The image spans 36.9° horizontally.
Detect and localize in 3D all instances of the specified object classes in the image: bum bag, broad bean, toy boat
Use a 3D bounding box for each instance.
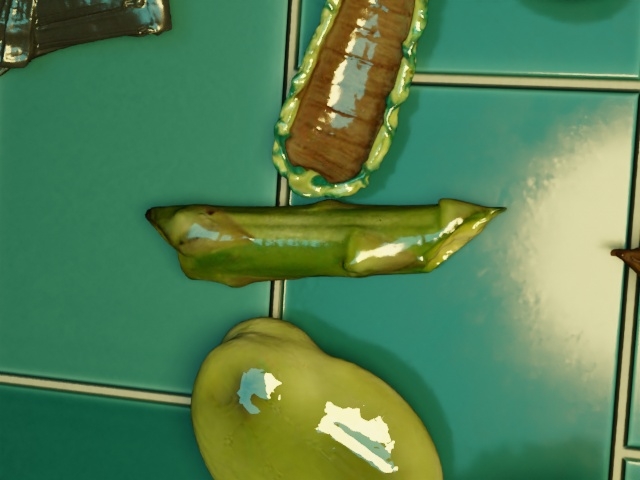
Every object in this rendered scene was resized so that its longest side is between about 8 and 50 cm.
[{"bbox_3d":[-0.263,-0.241,0.964,0.248,0.060,0.123,-7,89,16],"label":"bum bag"},{"bbox_3d":[-0.009,0.192,0.885,0.263,0.121,0.189,40,104,7],"label":"broad bean"},{"bbox_3d":[0.041,-0.178,0.875,0.109,0.099,0.292,22,104,11],"label":"toy boat"}]

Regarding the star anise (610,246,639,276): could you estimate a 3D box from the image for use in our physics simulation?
[{"bbox_3d":[0.416,0.027,0.763,0.346,0.148,0.237,4,95,23],"label":"star anise"}]

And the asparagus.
[{"bbox_3d":[0.000,0.000,0.899,0.343,0.082,0.085,1,73,12],"label":"asparagus"}]
